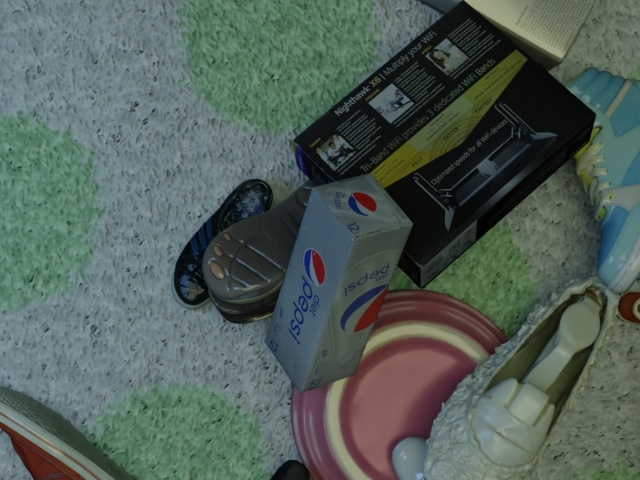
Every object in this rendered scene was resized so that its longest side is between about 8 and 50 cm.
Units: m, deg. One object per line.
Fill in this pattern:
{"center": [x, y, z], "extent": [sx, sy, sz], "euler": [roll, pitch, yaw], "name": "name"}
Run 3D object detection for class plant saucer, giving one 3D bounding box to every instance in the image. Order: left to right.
{"center": [0.127, 0.232, 1.766], "extent": [0.332, 0.084, 0.332], "euler": [0, 88, -4], "name": "plant saucer"}

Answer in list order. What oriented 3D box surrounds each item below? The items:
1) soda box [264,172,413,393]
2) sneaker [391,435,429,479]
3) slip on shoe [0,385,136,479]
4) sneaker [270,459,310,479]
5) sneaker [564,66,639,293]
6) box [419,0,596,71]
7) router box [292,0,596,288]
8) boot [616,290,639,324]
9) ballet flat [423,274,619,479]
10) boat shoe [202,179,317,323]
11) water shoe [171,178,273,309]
{"center": [0.018, 0.058, 1.614], "extent": [0.091, 0.286, 0.098], "euler": [-15, 52, -31], "name": "soda box"}
{"center": [0.181, 0.347, 1.674], "extent": [0.090, 0.095, 0.235], "euler": [-43, 83, 2], "name": "sneaker"}
{"center": [-0.338, 0.312, 1.723], "extent": [0.331, 0.123, 0.101], "euler": [42, 90, -6], "name": "slip on shoe"}
{"center": [-0.025, 0.441, 1.751], "extent": [0.162, 0.106, 0.281], "euler": [19, 98, -8], "name": "sneaker"}
{"center": [0.365, -0.093, 1.749], "extent": [0.208, 0.127, 0.319], "euler": [20, 62, 1], "name": "sneaker"}
{"center": [0.227, -0.346, 1.781], "extent": [0.275, 0.094, 0.113], "euler": [31, 86, -2], "name": "box"}
{"center": [0.157, -0.128, 1.676], "extent": [0.309, 0.081, 0.243], "euler": [-40, 70, -12], "name": "router box"}
{"center": [0.490, 0.101, 1.791], "extent": [0.158, 0.084, 0.059], "euler": [5, 87, -5], "name": "boot"}
{"center": [0.265, 0.183, 1.664], "extent": [0.147, 0.147, 0.409], "euler": [41, 55, -2], "name": "ballet flat"}
{"center": [0.000, 0.000, 1.745], "extent": [0.355, 0.130, 0.132], "euler": [-23, 60, -20], "name": "boat shoe"}
{"center": [-0.138, 0.000, 1.756], "extent": [0.073, 0.080, 0.203], "euler": [32, 87, -1], "name": "water shoe"}
